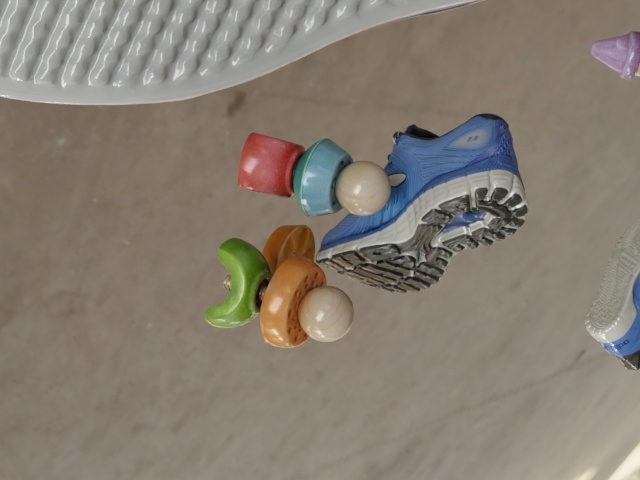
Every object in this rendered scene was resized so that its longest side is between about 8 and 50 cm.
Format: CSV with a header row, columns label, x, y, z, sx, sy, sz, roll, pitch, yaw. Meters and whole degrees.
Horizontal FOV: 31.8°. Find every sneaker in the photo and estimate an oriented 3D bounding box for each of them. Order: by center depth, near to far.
label,x,y,z,sx,sy,sz,roll,pitch,yaw
sneaker,-0.040,-0.120,0.458,0.282,0.161,0.102,-10,107,-16
sneaker,0.308,0.050,1.047,0.084,0.058,0.152,45,62,-26
sneaker,0.115,-0.043,1.298,0.129,0.147,0.330,24,147,-28

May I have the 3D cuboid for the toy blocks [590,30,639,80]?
label,x,y,z,sx,sy,sz,roll,pitch,yaw
toy blocks,0.380,-0.340,1.155,0.288,0.260,0.309,91,11,-75

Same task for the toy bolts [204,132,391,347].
label,x,y,z,sx,sy,sz,roll,pitch,yaw
toy bolts,0.000,0.000,1.255,0.218,0.158,0.229,-8,110,-64
